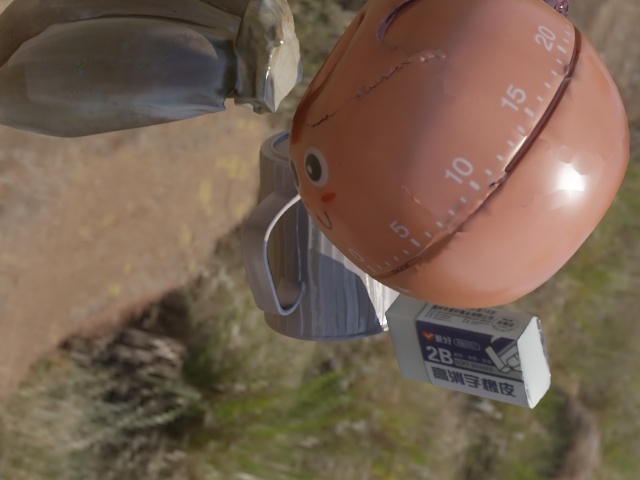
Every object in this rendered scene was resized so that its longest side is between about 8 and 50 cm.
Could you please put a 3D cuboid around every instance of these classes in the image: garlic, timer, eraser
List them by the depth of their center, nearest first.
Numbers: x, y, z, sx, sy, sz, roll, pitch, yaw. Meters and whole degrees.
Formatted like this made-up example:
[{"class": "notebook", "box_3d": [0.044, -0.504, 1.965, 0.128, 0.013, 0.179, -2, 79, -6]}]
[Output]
[{"class": "timer", "box_3d": [0.093, -0.072, 1.182, 0.229, 0.215, 0.229, -49, -173, 9]}, {"class": "garlic", "box_3d": [-0.162, -0.182, 1.526, 0.279, 0.325, 0.132, -47, 138, -63]}, {"class": "eraser", "box_3d": [0.196, 0.145, 2.258, 0.068, 0.210, 0.124, -49, 135, -37]}]

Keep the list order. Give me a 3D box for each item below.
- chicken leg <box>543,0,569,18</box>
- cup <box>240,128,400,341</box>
[{"class": "chicken leg", "box_3d": [0.209, -0.255, 1.720, 0.205, 0.093, 0.053, 75, 34, -62]}, {"class": "cup", "box_3d": [-0.008, -0.006, 2.377, 0.288, 0.208, 0.273, -13, 114, -24]}]
